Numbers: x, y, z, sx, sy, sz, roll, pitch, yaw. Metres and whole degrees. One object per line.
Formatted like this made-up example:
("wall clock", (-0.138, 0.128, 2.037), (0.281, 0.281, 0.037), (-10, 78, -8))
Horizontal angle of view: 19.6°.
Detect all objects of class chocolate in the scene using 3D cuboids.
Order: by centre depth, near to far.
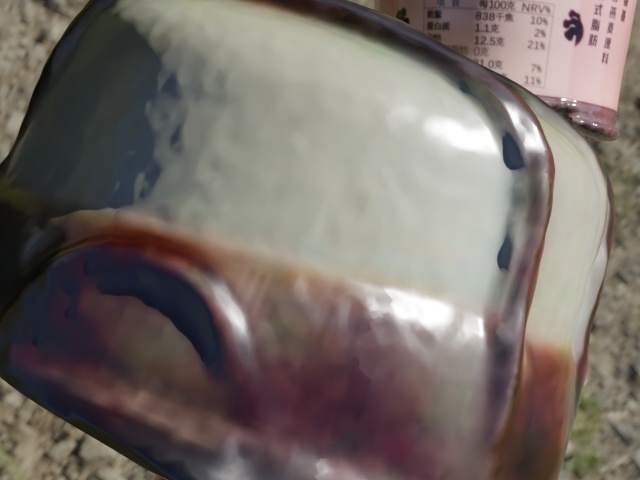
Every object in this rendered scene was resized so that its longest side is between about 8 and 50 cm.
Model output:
("chocolate", (0.000, 0.000, 0.740), (0.283, 0.283, 0.186), (28, 94, -8))

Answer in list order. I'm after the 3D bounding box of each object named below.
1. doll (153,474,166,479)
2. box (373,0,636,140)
("doll", (-0.025, 0.172, 1.296), (0.182, 0.160, 0.363), (17, 69, 25))
("box", (0.089, -0.119, 0.898), (0.151, 0.151, 0.135), (6, 88, -23))
